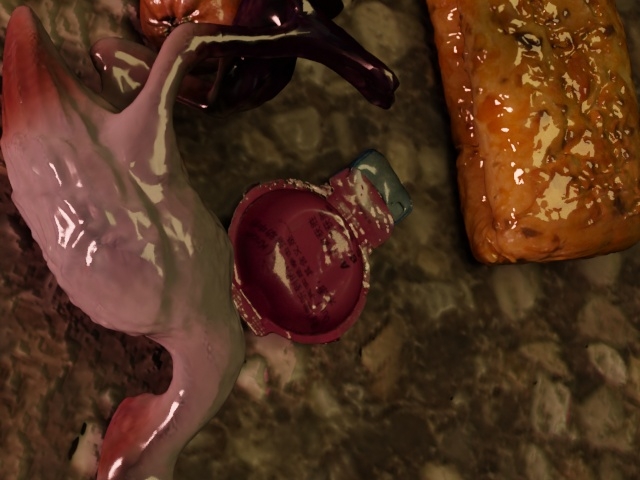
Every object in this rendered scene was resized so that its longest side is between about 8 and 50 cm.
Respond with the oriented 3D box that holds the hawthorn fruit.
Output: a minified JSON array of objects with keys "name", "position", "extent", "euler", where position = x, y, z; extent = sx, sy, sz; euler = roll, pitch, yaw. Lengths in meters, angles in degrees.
[{"name":"hawthorn fruit","position":[-0.055,-0.133,0.893],"extent":[0.066,0.067,0.103],"euler":[51,36,-9]}]

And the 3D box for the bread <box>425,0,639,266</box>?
[{"name":"bread","position":[0.129,-0.089,0.973],"extent":[0.114,0.083,0.211],"euler":[-5,78,-27]}]

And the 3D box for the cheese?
[{"name":"cheese","position":[0.000,0.000,0.898],"extent":[0.145,0.038,0.095],"euler":[-41,100,-38]}]

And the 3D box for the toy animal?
[{"name":"toy animal","position":[-0.081,0.008,0.807],"extent":[0.195,0.090,0.324],"euler":[13,88,2]}]
